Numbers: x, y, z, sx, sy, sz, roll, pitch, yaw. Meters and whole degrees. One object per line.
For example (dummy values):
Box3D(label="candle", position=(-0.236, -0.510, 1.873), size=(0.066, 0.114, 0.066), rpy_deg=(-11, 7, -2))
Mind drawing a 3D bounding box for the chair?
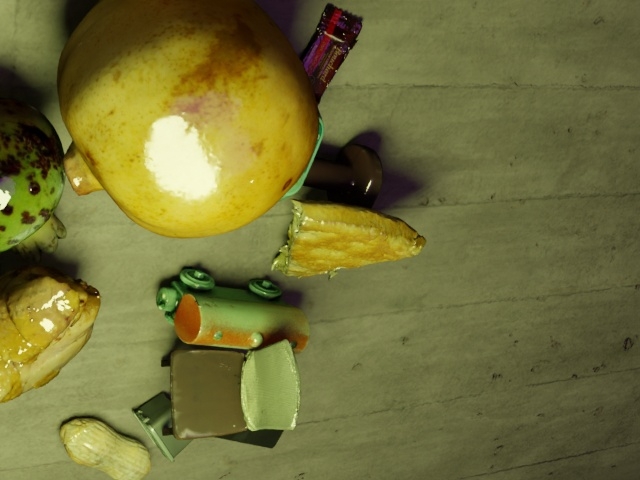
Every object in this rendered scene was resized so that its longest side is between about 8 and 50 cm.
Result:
Box3D(label="chair", position=(-0.168, 0.265, 2.017), size=(0.186, 0.319, 0.160), rpy_deg=(2, 79, -18))

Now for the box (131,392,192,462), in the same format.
Box3D(label="box", position=(-0.294, 0.351, 2.194), size=(0.069, 0.084, 0.122), rpy_deg=(-39, 132, -17))

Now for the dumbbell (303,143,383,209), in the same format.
Box3D(label="dumbbell", position=(-0.010, -0.120, 2.040), size=(0.225, 0.124, 0.140), rpy_deg=(9, 112, -35))

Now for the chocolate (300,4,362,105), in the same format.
Box3D(label="chocolate", position=(0.000, -0.311, 1.992), size=(0.086, 0.028, 0.183), rpy_deg=(22, 105, -31))

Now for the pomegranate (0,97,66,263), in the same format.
Box3D(label="pomegranate", position=(-0.497, -0.067, 1.723), size=(0.242, 0.242, 0.306), rpy_deg=(-15, 142, -23))

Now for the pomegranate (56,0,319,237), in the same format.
Box3D(label="pomegranate", position=(-0.208, -0.194, 1.696), size=(0.416, 0.416, 0.417), rpy_deg=(-16, 125, -23))

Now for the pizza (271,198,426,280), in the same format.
Box3D(label="pizza", position=(0.000, 0.000, 2.077), size=(0.279, 0.075, 0.287), rpy_deg=(18, 152, -38))

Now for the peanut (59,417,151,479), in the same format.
Box3D(label="peanut", position=(-0.396, 0.390, 2.149), size=(0.087, 0.087, 0.206), rpy_deg=(-49, 130, 4))

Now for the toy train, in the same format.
Box3D(label="toy train", position=(-0.152, 0.140, 2.082), size=(0.285, 0.177, 0.116), rpy_deg=(11, 111, -38))

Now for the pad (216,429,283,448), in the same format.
Box3D(label="pad", position=(-0.141, 0.362, 2.343), size=(0.193, 0.004, 0.116), rpy_deg=(20, 107, -39))

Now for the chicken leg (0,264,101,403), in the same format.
Box3D(label="chicken leg", position=(-0.477, 0.157, 1.761), size=(0.182, 0.295, 0.409), rpy_deg=(48, 46, -6))

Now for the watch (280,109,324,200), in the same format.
Box3D(label="watch", position=(-0.086, -0.167, 1.921), size=(0.068, 0.195, 0.237), rpy_deg=(19, 96, -45))
